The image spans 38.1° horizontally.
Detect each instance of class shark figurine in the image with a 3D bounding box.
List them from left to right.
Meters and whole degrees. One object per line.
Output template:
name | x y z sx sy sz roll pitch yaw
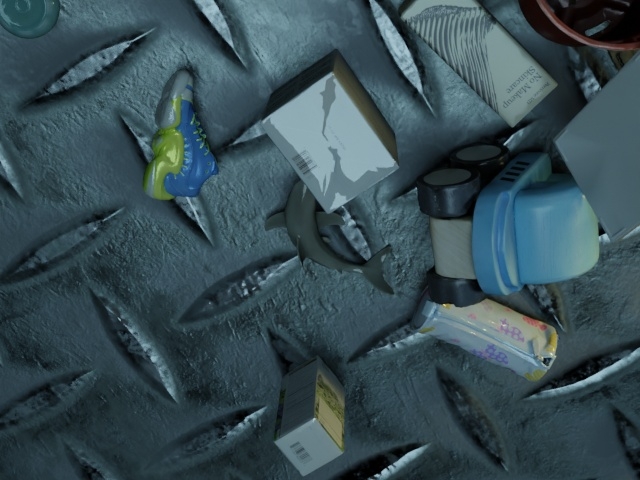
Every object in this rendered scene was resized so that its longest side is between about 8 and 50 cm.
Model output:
shark figurine | 0.001 0.022 1.698 0.166 0.116 0.278 -28 123 28

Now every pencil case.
pencil case | 0.310 0.170 1.749 0.273 0.124 0.113 24 111 -7

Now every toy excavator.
toy excavator | 0.441 -0.046 1.585 0.445 0.433 0.222 5 115 30

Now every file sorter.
file sorter | 0.521 -0.160 1.379 0.173 0.277 0.193 -19 73 -23

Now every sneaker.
sneaker | -0.235 -0.182 1.657 0.126 0.091 0.240 10 113 -22

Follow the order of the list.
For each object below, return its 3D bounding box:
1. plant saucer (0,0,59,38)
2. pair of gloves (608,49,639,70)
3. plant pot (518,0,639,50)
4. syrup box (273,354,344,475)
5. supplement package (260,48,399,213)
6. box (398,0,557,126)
plant saucer | -0.511 -0.406 1.596 0.119 0.021 0.119 1 112 2
pair of gloves | 0.579 -0.249 1.516 0.042 0.204 0.240 -32 93 -6
plant pot | 0.422 -0.412 1.411 0.272 0.265 0.272 0 96 1
syrup box | -0.018 0.327 1.760 0.096 0.237 0.093 -33 107 13
supplement package | 0.019 -0.189 1.570 0.149 0.203 0.194 -32 107 14
box | 0.264 -0.328 1.564 0.275 0.094 0.113 40 108 -13
